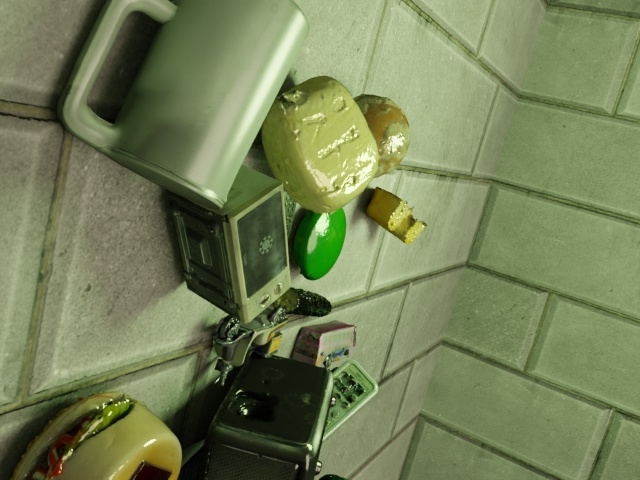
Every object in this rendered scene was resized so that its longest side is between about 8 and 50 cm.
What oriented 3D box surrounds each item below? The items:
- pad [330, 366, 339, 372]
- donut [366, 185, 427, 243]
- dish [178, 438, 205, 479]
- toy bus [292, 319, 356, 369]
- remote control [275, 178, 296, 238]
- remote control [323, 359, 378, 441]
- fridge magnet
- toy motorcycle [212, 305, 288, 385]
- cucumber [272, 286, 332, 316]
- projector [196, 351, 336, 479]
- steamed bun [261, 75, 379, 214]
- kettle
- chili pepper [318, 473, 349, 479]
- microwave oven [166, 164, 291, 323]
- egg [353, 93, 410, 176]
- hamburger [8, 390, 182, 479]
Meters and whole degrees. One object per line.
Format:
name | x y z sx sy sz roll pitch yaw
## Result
pad | -0.056 0.457 1.787 0.265 0.009 0.160 -51 159 15
donut | 0.211 -0.084 1.892 0.101 0.152 0.259 -55 149 3
dish | -0.333 0.530 1.309 0.243 0.080 0.181 -35 140 -56
toy bus | 0.023 0.305 1.853 0.274 0.090 0.112 5 99 -65
remote control | -0.089 -0.060 1.418 0.072 0.042 0.221 -15 122 -58
remote control | 0.005 0.475 1.740 0.335 0.128 0.065 -36 157 -22
fridge magnet | 0.000 0.000 1.584 0.208 0.088 0.207 -45 145 -44
toy motorcycle | -0.163 0.215 1.415 0.263 0.091 0.157 -15 125 -63
cucumber | -0.038 0.167 1.653 0.072 0.072 0.300 -69 157 -2
projector | -0.123 0.519 1.415 0.395 0.242 0.404 -66 168 -75
steamed bun | -0.018 -0.197 1.311 0.232 0.166 0.272 -45 116 -31
kettle | -0.183 -0.234 0.922 0.317 0.205 0.265 -65 157 -5
chili pepper | 0.034 0.579 1.392 0.065 0.122 0.278 -30 163 -38
microwave oven | -0.167 -0.004 1.134 0.145 0.194 0.240 -41 143 -38
egg | 0.119 -0.249 1.512 0.245 0.204 0.203 -42 143 -57
hamburger | -0.369 0.397 1.045 0.302 0.170 0.301 -47 151 -37
